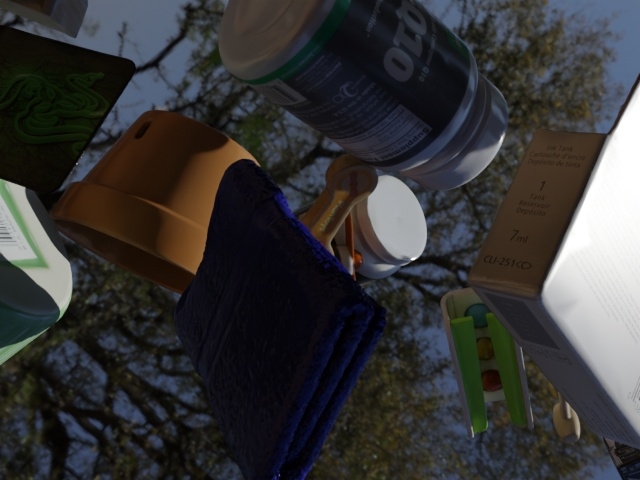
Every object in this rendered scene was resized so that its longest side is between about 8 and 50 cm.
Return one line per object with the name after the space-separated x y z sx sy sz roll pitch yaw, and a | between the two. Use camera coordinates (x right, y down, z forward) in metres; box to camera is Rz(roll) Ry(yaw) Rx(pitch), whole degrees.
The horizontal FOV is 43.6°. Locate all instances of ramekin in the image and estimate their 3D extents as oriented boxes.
-0.421 0.010 0.894 0.148 0.303 0.303 -32 -151 8 | ramekin

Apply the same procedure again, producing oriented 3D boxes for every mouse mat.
-0.280 -0.128 0.746 0.189 0.007 0.153 19 -111 21 | mouse mat

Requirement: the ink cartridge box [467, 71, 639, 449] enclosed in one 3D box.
0.259 0.002 0.671 0.066 0.296 0.261 13 -114 44 | ink cartridge box

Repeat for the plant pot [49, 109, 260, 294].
-0.213 -0.052 1.162 0.291 0.291 0.204 6 -113 53 | plant pot

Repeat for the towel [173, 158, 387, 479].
-0.052 0.077 0.797 0.308 0.076 0.228 51 -56 54 | towel

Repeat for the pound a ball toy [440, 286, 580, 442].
0.351 0.231 1.477 0.208 0.319 0.136 -12 -149 10 | pound a ball toy

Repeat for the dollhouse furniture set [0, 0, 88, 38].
-0.311 -0.400 0.799 0.286 0.198 0.303 -143 -107 -82 | dollhouse furniture set

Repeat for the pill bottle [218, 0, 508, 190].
0.067 -0.213 1.013 0.204 0.361 0.204 -26 -129 36 | pill bottle

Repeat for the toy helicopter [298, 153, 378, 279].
0.000 0.000 1.345 0.355 0.235 0.140 -55 -147 35 | toy helicopter

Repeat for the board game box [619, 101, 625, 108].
0.751 -0.227 1.395 0.302 0.308 0.086 -46 -172 24 | board game box

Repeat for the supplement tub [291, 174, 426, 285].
0.048 -0.002 1.543 0.272 0.191 0.191 -24 -149 41 | supplement tub

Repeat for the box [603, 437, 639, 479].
0.680 0.376 1.398 0.307 0.242 0.076 -25 -143 14 | box
